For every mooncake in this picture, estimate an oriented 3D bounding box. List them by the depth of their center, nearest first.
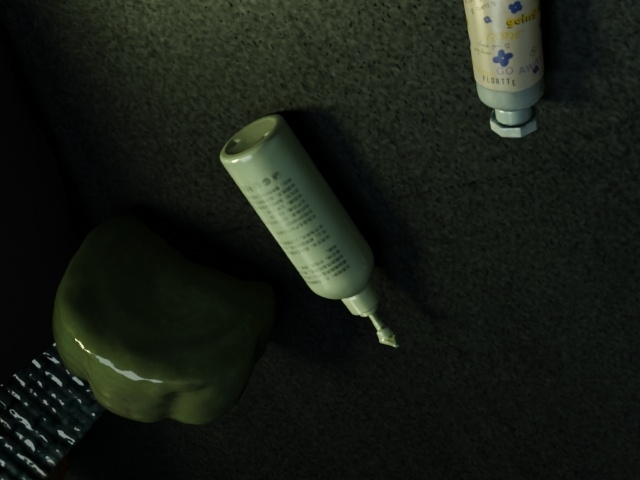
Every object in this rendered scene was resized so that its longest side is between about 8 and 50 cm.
[{"bbox_3d":[-0.124,0.062,1.466,0.175,0.168,0.104,58,160,24],"label":"mooncake"}]

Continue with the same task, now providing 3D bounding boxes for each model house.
[{"bbox_3d":[-0.315,0.143,1.638,0.261,0.226,0.241,42,111,-10],"label":"model house"}]

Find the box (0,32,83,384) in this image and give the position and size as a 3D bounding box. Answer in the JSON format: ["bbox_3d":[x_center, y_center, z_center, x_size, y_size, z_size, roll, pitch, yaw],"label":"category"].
[{"bbox_3d":[-0.362,0.004,1.410,0.091,0.359,0.350,23,142,45],"label":"box"}]

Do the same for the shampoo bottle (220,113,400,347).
[{"bbox_3d":[0.000,0.000,1.357,0.056,0.056,0.195,-10,122,42],"label":"shampoo bottle"}]

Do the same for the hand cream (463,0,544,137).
[{"bbox_3d":[0.113,-0.141,1.144,0.065,0.043,0.170,8,129,23],"label":"hand cream"}]
